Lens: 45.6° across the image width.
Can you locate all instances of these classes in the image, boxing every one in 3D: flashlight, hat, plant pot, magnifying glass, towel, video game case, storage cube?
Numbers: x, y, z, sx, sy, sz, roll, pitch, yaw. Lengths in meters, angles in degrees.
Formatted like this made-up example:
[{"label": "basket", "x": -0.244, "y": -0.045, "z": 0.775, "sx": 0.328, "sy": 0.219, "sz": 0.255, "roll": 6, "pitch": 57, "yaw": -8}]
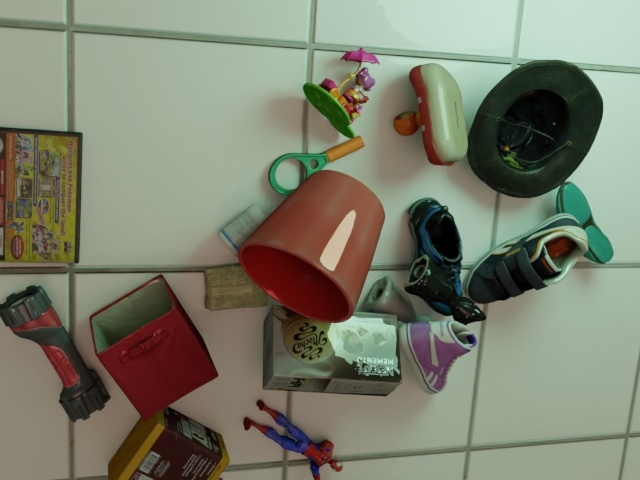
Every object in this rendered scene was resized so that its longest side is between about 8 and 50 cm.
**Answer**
[{"label": "flashlight", "x": -0.566, "y": 0.245, "z": 1.614, "sx": 0.103, "sy": 0.103, "sz": 0.304, "roll": -15, "pitch": 110, "yaw": 15}, {"label": "hat", "x": 0.482, "y": -0.273, "z": 1.772, "sx": 0.331, "sy": 0.134, "sz": 0.332, "roll": -2, "pitch": 119, "yaw": -4}, {"label": "plant pot", "x": 0.000, "y": 0.000, "z": 1.619, "sx": 0.275, "sy": 0.275, "sz": 0.243, "roll": 42, "pitch": 62, "yaw": -21}, {"label": "magnifying glass", "x": -0.008, "y": -0.176, "z": 1.711, "sx": 0.230, "sy": 0.026, "sz": 0.092, "roll": -26, "pitch": 109, "yaw": -9}, {"label": "towel", "x": -0.189, "y": 0.104, "z": 1.725, "sx": 0.148, "sy": 0.027, "sz": 0.110, "roll": -4, "pitch": 103, "yaw": -15}, {"label": "video game case", "x": -0.617, "y": -0.090, "z": 1.549, "sx": 0.248, "sy": 0.035, "sz": 0.275, "roll": 2, "pitch": 102, "yaw": -16}, {"label": "storage cube", "x": -0.353, "y": 0.221, "z": 1.614, "sx": 0.183, "sy": 0.215, "sz": 0.193, "roll": -31, "pitch": 116, "yaw": -8}]

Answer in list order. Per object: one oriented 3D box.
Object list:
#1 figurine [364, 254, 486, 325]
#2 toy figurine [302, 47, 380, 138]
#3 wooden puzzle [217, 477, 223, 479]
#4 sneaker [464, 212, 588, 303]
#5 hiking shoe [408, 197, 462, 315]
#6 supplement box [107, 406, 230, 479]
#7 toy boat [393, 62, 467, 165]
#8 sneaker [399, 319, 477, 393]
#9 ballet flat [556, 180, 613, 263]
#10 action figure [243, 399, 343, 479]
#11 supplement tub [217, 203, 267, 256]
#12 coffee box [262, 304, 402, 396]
[{"label": "figurine", "x": 0.246, "y": 0.158, "z": 1.788, "sx": 0.209, "sy": 0.092, "sz": 0.215, "roll": 39, "pitch": 134, "yaw": -20}, {"label": "toy figurine", "x": 0.071, "y": -0.335, "z": 1.660, "sx": 0.159, "sy": 0.130, "sz": 0.173, "roll": -50, "pitch": 133, "yaw": -10}, {"label": "wooden puzzle", "x": -0.266, "y": 0.608, "z": 1.838, "sx": 0.049, "sy": 0.006, "sz": 0.083, "roll": 9, "pitch": 101, "yaw": -18}, {"label": "sneaker", "x": 0.489, "y": 0.059, "z": 1.822, "sx": 0.321, "sy": 0.127, "sz": 0.126, "roll": -38, "pitch": 111, "yaw": 15}, {"label": "hiking shoe", "x": 0.280, "y": 0.054, "z": 1.792, "sx": 0.113, "sy": 0.132, "sz": 0.304, "roll": -21, "pitch": 110, "yaw": -10}, {"label": "supplement box", "x": -0.344, "y": 0.503, "z": 1.724, "sx": 0.194, "sy": 0.129, "sz": 0.191, "roll": 35, "pitch": 92, "yaw": -21}, {"label": "toy boat", "x": 0.234, "y": -0.275, "z": 1.704, "sx": 0.151, "sy": 0.151, "sz": 0.231, "roll": -8, "pitch": 89, "yaw": 30}, {"label": "sneaker", "x": 0.299, "y": 0.278, "z": 1.800, "sx": 0.161, "sy": 0.102, "sz": 0.282, "roll": -12, "pitch": 144, "yaw": 15}, {"label": "ballet flat", "x": 0.639, "y": -0.042, "z": 1.899, "sx": 0.083, "sy": 0.087, "sz": 0.247, "roll": -40, "pitch": 108, "yaw": -11}, {"label": "action figure", "x": -0.044, "y": 0.498, "z": 1.812, "sx": 0.280, "sy": 0.139, "sz": 0.091, "roll": 36, "pitch": 93, "yaw": -23}, {"label": "supplement tub", "x": -0.166, "y": -0.022, "z": 1.678, "sx": 0.107, "sy": 0.071, "sz": 0.071, "roll": -40, "pitch": 111, "yaw": -3}, {"label": "coffee box", "x": 0.025, "y": 0.253, "z": 1.729, "sx": 0.297, "sy": 0.119, "sz": 0.168, "roll": 7, "pitch": 62, "yaw": -14}]
